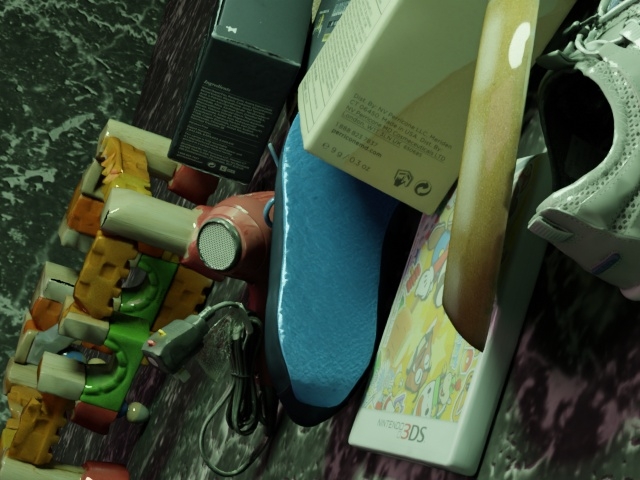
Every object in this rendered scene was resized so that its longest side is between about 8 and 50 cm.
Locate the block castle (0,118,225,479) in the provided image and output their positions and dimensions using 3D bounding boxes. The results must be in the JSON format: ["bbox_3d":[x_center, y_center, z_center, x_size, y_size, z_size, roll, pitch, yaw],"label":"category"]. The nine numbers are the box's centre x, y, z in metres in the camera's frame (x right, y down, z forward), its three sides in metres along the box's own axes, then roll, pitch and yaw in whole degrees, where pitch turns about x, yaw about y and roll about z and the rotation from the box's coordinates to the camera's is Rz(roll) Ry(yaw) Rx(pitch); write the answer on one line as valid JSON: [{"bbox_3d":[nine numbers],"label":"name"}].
[{"bbox_3d":[-0.238,0.103,1.782,0.303,0.212,0.453,-110,42,-62],"label":"block castle"}]

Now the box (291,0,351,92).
[{"bbox_3d":[0.042,-0.239,1.555,0.232,0.059,0.183,-150,81,-76],"label":"box"}]

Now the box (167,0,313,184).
[{"bbox_3d":[-0.094,-0.197,1.673,0.207,0.108,0.153,118,167,-45],"label":"box"}]

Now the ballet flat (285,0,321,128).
[{"bbox_3d":[-0.014,-0.240,1.748,0.084,0.058,0.250,135,152,-57],"label":"ballet flat"}]

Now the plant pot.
[{"bbox_3d":[0.103,-0.050,0.870,0.236,0.032,0.236,9,-90,-84],"label":"plant pot"}]

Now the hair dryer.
[{"bbox_3d":[-0.065,0.056,1.357,0.293,0.080,0.224,-56,-33,-25],"label":"hair dryer"}]

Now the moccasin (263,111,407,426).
[{"bbox_3d":[0.000,0.000,1.235,0.117,0.137,0.342,109,178,-56],"label":"moccasin"}]

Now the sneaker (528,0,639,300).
[{"bbox_3d":[0.179,-0.100,0.800,0.105,0.115,0.281,-49,25,50],"label":"sneaker"}]

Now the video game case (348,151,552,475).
[{"bbox_3d":[0.096,0.053,1.044,0.227,0.026,0.206,-71,16,-10],"label":"video game case"}]

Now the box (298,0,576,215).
[{"bbox_3d":[0.111,-0.193,1.094,0.311,0.121,0.148,-56,16,23],"label":"box"}]
